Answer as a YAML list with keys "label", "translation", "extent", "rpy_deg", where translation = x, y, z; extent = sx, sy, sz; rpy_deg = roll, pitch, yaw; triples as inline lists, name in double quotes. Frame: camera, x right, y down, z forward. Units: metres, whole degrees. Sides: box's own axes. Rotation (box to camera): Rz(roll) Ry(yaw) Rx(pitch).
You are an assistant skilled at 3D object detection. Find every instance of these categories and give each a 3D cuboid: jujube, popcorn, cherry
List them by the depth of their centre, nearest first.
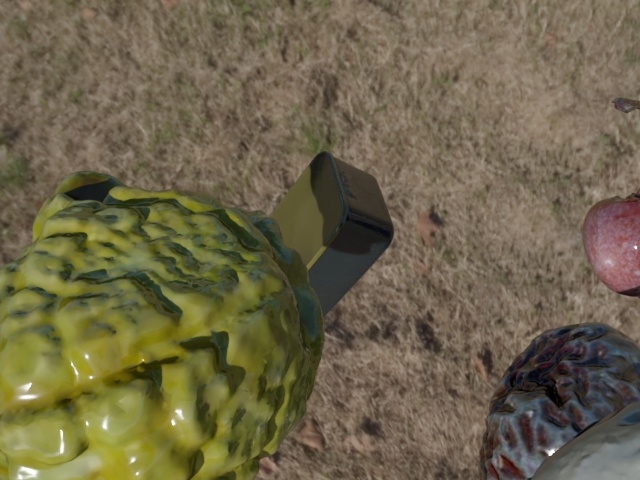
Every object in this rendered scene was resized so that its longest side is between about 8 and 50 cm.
- label: "popcorn"
  translation: [-0.110, 0.063, 0.499]
  extent: [0.225, 0.173, 0.286]
  rpy_deg: [0, 37, -1]
- label: "cherry"
  translation: [0.325, -0.042, 0.761]
  extent: [0.090, 0.225, 0.107]
  rpy_deg: [-16, 15, -22]
- label: "jujube"
  translation: [0.336, 0.247, 0.962]
  extent: [0.226, 0.226, 0.317]
  rpy_deg: [8, 33, 23]

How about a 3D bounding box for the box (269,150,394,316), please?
- label: "box"
  translation: [0.000, 0.000, 0.946]
  extent: [0.201, 0.090, 0.144]
  rpy_deg: [-51, 36, 31]

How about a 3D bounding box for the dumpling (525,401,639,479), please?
- label: "dumpling"
  translation: [0.240, 0.210, 0.532]
  extent: [0.247, 0.172, 0.142]
  rpy_deg: [-36, 14, 20]
